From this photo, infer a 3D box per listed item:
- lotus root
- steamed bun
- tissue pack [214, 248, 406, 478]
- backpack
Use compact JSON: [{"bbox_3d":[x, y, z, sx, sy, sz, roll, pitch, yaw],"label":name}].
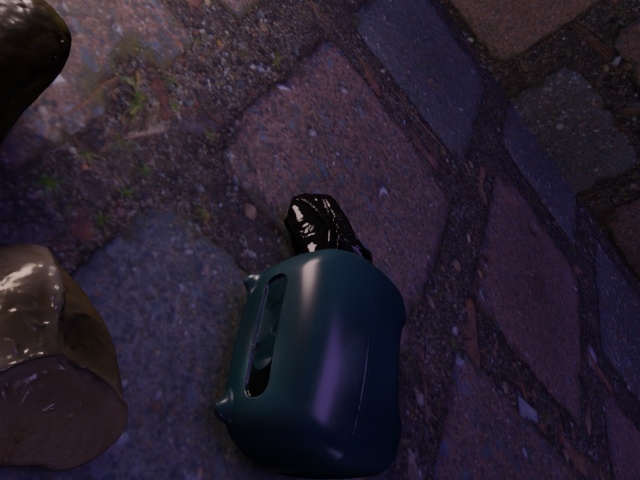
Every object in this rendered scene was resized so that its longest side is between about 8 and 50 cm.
[{"bbox_3d":[-0.376,-0.171,0.522,0.152,0.160,0.275,44,41,-35],"label":"lotus root"},{"bbox_3d":[-0.262,0.116,0.486,0.212,0.110,0.231,51,27,-31],"label":"steamed bun"},{"bbox_3d":[-0.009,0.155,0.682,0.206,0.198,0.287,31,53,-33],"label":"tissue pack"},{"bbox_3d":[0.002,-0.001,0.866,0.120,0.106,0.165,3,44,-31],"label":"backpack"}]
